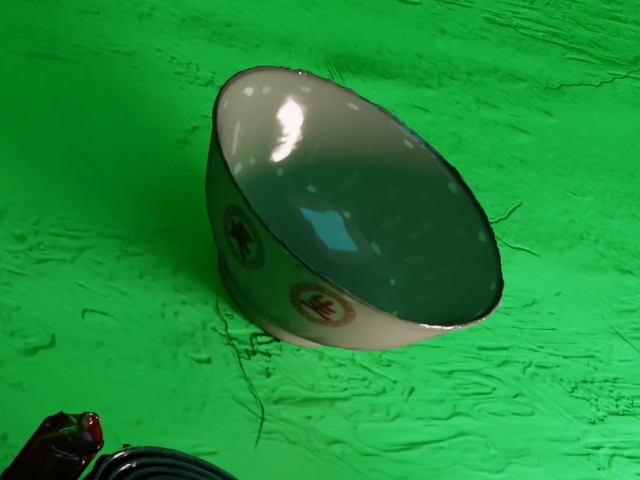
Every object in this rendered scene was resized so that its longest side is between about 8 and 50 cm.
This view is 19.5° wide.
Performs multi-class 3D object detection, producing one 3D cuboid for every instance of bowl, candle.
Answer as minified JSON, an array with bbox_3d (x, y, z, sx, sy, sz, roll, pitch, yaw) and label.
[{"bbox_3d":[0.000,0.000,1.819,0.337,0.157,0.337,28,33,-20],"label":"bowl"},{"bbox_3d":[-0.206,0.170,1.417,0.052,0.131,0.052,26,36,-20],"label":"candle"}]

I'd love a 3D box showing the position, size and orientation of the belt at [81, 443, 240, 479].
[{"bbox_3d":[-0.102,0.284,1.407,0.206,0.116,0.267,5,45,-45],"label":"belt"}]
